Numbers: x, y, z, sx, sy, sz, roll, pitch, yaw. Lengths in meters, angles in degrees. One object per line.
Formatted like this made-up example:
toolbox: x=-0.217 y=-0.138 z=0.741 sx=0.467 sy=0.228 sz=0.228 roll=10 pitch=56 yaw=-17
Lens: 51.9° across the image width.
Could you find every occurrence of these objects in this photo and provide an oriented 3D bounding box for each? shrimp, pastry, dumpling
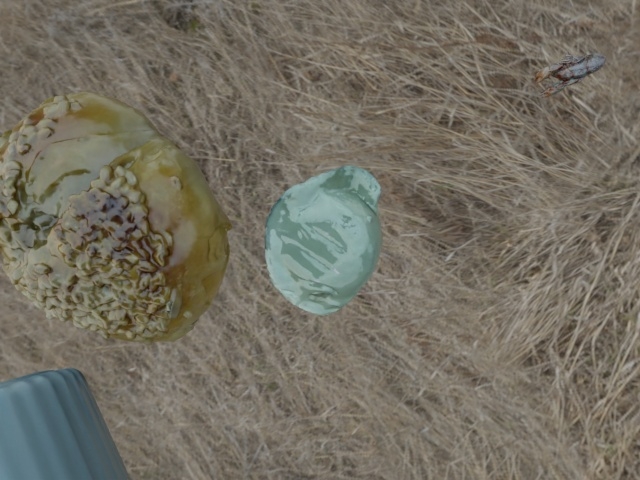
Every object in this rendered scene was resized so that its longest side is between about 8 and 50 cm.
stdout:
shrimp: x=0.287 y=-0.199 z=0.774 sx=0.038 sy=0.029 sz=0.092 roll=38 pitch=142 yaw=-17
pastry: x=-0.261 y=-0.011 z=0.759 sx=0.315 sy=0.184 sz=0.284 roll=49 pitch=124 yaw=1
dumpling: x=0.007 y=-0.002 z=0.882 sx=0.153 sy=0.108 sz=0.219 roll=18 pitch=108 yaw=4

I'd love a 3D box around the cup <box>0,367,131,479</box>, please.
cup: x=-0.256 y=0.283 z=0.456 sx=0.257 sy=0.331 sz=0.311 roll=-27 pitch=83 yaw=21
